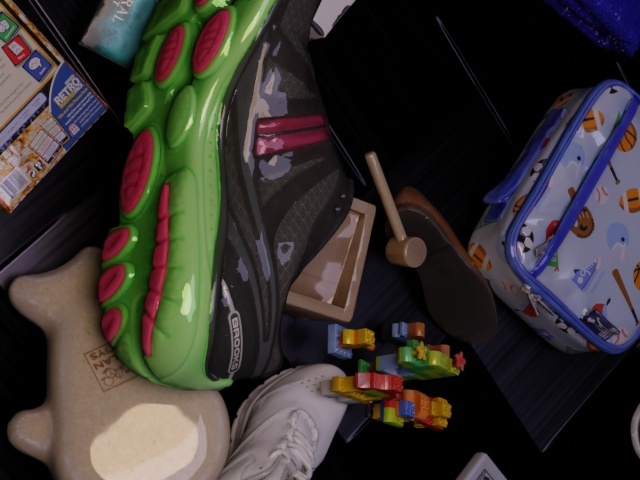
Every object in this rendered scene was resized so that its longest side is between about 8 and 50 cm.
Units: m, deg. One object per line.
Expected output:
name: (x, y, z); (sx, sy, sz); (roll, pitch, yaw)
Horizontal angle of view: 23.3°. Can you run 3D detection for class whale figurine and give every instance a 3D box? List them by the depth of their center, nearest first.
whale figurine: (-0.201, 0.147, 1.491); (0.216, 0.141, 0.272); (-26, 80, -19)

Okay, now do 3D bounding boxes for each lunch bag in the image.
lunch bag: (0.315, -0.025, 1.825); (0.243, 0.115, 0.303); (42, 67, -23)

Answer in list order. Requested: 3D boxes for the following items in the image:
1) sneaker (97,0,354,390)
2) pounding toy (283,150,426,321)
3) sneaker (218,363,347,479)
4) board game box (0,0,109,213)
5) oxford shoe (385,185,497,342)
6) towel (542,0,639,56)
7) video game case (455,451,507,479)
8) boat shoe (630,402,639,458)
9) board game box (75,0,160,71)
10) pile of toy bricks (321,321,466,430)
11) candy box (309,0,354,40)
sneaker: (-0.070, -0.091, 1.470); (0.202, 0.185, 0.483); (21, 80, -40)
pounding toy: (0.007, -0.007, 1.633); (0.206, 0.094, 0.181); (19, 78, -34)
sneaker: (-0.050, 0.235, 1.562); (0.111, 0.129, 0.297); (50, 55, -15)
board game box: (-0.315, -0.144, 1.453); (0.193, 0.045, 0.147); (50, 65, -22)
oxford shoe: (0.143, 0.025, 1.740); (0.212, 0.076, 0.076); (59, 22, -29)
towel: (0.359, -0.406, 1.879); (0.227, 0.076, 0.308); (31, 73, -28)
video game case: (0.178, 0.371, 1.782); (0.190, 0.022, 0.173); (-49, 113, -25)
boat shoe: (0.522, 0.204, 1.966); (0.302, 0.091, 0.114); (-24, 102, -31)
board game box: (-0.143, -0.249, 1.534); (0.126, 0.026, 0.186); (26, 95, -22)
pile of toy bricks: (0.100, 0.135, 1.642); (0.212, 0.105, 0.118); (27, 59, -50)
candy box: (-0.026, -0.334, 1.629); (0.196, 0.070, 0.165); (47, 67, -23)
